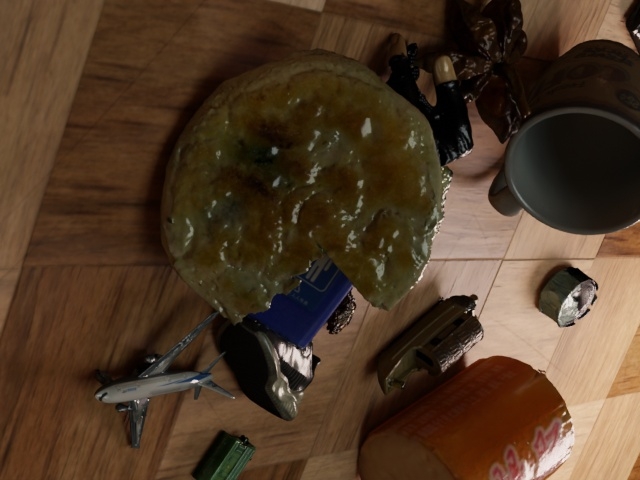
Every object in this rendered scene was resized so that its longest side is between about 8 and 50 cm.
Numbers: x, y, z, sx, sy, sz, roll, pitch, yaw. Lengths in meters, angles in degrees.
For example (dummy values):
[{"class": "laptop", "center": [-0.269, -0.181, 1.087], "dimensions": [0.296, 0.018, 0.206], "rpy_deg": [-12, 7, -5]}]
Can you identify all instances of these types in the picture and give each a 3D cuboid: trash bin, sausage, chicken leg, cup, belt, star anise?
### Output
[{"class": "trash bin", "center": [0.000, 0.000, 1.652], "dimensions": [0.234, 0.163, 0.184], "rpy_deg": [-57, -179, 11]}, {"class": "sausage", "center": [0.237, 0.346, 2.165], "dimensions": [0.287, 0.233, 0.233], "rpy_deg": [-27, 135, -36]}, {"class": "chicken leg", "center": [0.033, 0.097, 1.900], "dimensions": [0.036, 0.021, 0.083], "rpy_deg": [15, 103, -45]}, {"class": "cup", "center": [0.378, -0.150, 1.989], "dimensions": [0.301, 0.227, 0.257], "rpy_deg": [-35, -161, 39]}, {"class": "belt", "center": [0.440, 0.100, 2.386], "dimensions": [0.105, 0.058, 0.140], "rpy_deg": [-58, 150, 8]}, {"class": "star anise", "center": [0.226, -0.246, 1.812], "dimensions": [0.212, 0.111, 0.196], "rpy_deg": [38, 60, -31]}]

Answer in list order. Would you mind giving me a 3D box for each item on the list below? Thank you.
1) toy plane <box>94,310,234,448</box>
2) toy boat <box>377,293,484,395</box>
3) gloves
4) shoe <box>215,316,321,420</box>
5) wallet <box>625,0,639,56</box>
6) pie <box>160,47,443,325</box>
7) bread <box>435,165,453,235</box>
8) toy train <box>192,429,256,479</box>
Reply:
[{"class": "toy plane", "center": [-0.198, 0.175, 1.634], "dimensions": [0.226, 0.058, 0.226], "rpy_deg": [7, 121, -49]}, {"class": "toy boat", "center": [0.174, 0.163, 2.071], "dimensions": [0.226, 0.088, 0.068], "rpy_deg": [-36, 141, -31]}, {"class": "gloves", "center": [0.113, -0.174, 1.706], "dimensions": [0.106, 0.180, 0.129], "rpy_deg": [-24, 180, -20]}, {"class": "shoe", "center": [-0.060, 0.144, 1.762], "dimensions": [0.112, 0.099, 0.227], "rpy_deg": [-50, 149, -25]}, {"class": "wallet", "center": [0.598, -0.345, 2.259], "dimensions": [0.165, 0.042, 0.309], "rpy_deg": [-54, 146, -5]}, {"class": "pie", "center": [-0.025, -0.056, 1.509], "dimensions": [0.075, 0.338, 0.337], "rpy_deg": [-86, -160, -79]}, {"class": "bread", "center": [0.104, -0.065, 1.808], "dimensions": [0.110, 0.103, 0.156], "rpy_deg": [-17, 124, -30]}, {"class": "toy train", "center": [-0.133, 0.305, 1.837], "dimensions": [0.093, 0.038, 0.056], "rpy_deg": [-55, 140, -4]}]
